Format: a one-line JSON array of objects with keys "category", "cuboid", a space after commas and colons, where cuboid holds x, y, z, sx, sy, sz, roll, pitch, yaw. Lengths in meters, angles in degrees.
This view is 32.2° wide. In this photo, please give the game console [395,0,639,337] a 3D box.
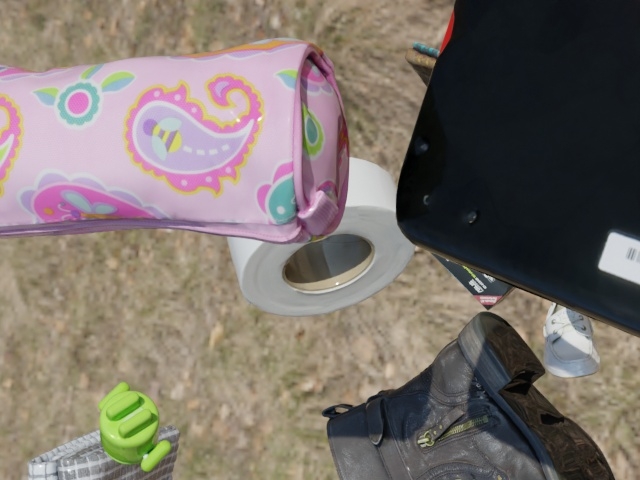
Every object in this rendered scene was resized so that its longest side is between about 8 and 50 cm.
[{"category": "game console", "cuboid": [0.216, -0.109, 0.454, 0.386, 0.060, 0.342, 24, 101, 46]}]

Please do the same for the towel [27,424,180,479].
[{"category": "towel", "cuboid": [-0.297, 0.398, 1.614, 0.284, 0.121, 0.235, -9, -90, -70]}]

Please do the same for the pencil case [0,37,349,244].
[{"category": "pencil case", "cuboid": [-0.127, -0.050, 0.646, 0.124, 0.284, 0.124, -2, -90, -76]}]

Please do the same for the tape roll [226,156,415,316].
[{"category": "tape roll", "cuboid": [0.000, 0.000, 1.724, 0.286, 0.286, 0.100, 115, 145, -47]}]

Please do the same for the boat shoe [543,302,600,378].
[{"category": "boat shoe", "cuboid": [0.457, 0.170, 2.060, 0.277, 0.098, 0.096, -76, -21, -73]}]

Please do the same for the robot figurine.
[{"category": "robot figurine", "cuboid": [-0.216, 0.213, 1.258, 0.101, 0.067, 0.115, 48, 154, 18]}]

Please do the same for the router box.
[{"category": "router box", "cuboid": [0.149, 0.020, 1.076, 0.038, 0.092, 0.122, -45, -10, 10]}]

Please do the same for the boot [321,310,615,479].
[{"category": "boot", "cuboid": [0.123, 0.214, 0.984, 0.229, 0.091, 0.263, -44, 56, 29]}]

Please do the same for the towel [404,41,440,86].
[{"category": "towel", "cuboid": [0.279, -0.091, 1.325, 0.040, 0.370, 0.271, -53, 42, -8]}]
